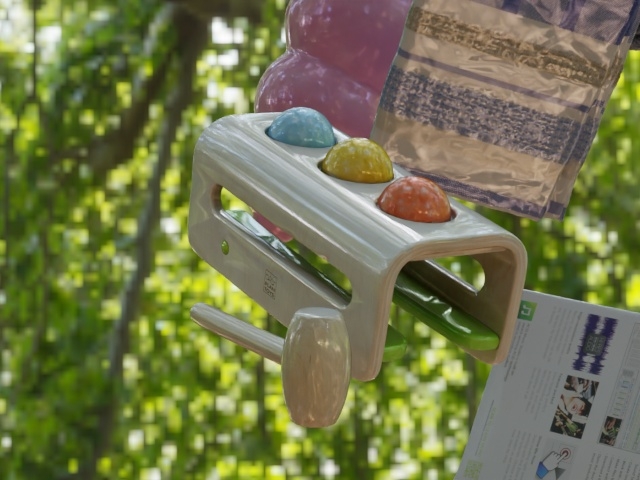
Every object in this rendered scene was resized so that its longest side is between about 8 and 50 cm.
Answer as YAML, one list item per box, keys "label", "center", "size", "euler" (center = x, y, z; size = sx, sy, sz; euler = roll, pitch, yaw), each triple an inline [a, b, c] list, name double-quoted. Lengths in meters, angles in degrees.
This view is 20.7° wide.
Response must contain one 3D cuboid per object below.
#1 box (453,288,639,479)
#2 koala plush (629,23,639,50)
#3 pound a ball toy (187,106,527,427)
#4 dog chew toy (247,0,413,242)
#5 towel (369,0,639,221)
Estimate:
- label: "box"
  center: [0.313, 0.190, 1.812]
  size: [0.322, 0.232, 0.058]
  euler: [12, -13, 38]
- label: "koala plush"
  center: [0.287, -0.291, 1.955]
  size: [0.221, 0.203, 0.196]
  euler: [-20, -3, 0]
- label: "pound a ball toy"
  center: [0.000, 0.000, 1.271]
  size: [0.208, 0.135, 0.319]
  euler: [-5, 24, -32]
- label: "dog chew toy"
  center: [0.022, -0.152, 1.899]
  size: [0.206, 0.332, 0.206]
  euler: [29, -2, 1]
- label: "towel"
  center: [0.170, -0.150, 1.649]
  size: [0.209, 0.285, 0.034]
  euler: [15, 39, -1]
